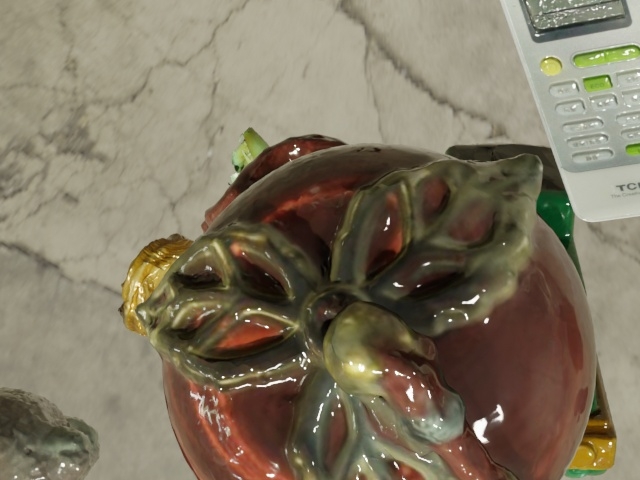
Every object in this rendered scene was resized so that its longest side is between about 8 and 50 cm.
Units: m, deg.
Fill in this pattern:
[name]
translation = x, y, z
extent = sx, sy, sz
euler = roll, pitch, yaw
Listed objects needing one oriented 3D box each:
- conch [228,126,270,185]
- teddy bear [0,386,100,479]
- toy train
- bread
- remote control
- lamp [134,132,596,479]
[conch]
translation = 0.004, -0.002, 1.199
extent = 0.200, 0.079, 0.095
euler = 38, 132, -2
[teddy bear]
translation = -0.305, 0.269, 1.400
extent = 0.151, 0.236, 0.267
euler = 17, 86, -1
[toy train]
translation = 0.181, 0.070, 1.457
extent = 0.178, 0.429, 0.249
euler = 1, 120, 1
[bread]
translation = -0.152, 0.044, 1.447
extent = 0.044, 0.083, 0.111
euler = 42, 132, 28
[remote control]
translation = 0.204, -0.119, 1.112
extent = 0.103, 0.034, 0.250
euler = -7, 128, 23
[lamp]
translation = 0.010, 0.040, 0.564
extent = 0.151, 0.223, 0.215
euler = -30, 70, -17
